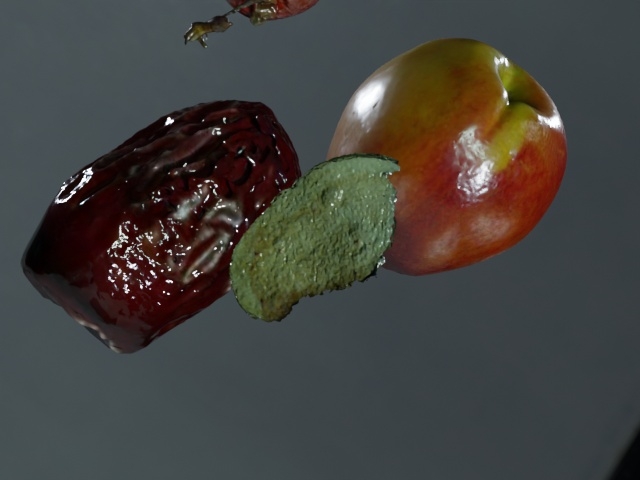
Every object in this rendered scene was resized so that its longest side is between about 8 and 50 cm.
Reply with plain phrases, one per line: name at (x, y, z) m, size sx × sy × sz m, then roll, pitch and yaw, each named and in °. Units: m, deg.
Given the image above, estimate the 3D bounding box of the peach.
peach at (0.147, -0.099, 1.696) m, size 0.308 × 0.332 × 0.308 m, roll 35°, pitch 36°, yaw -30°

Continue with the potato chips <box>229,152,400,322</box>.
potato chips at (0.000, 0.000, 1.266) m, size 0.142 × 0.209 × 0.026 m, roll 34°, pitch 11°, yaw 23°

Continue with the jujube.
jujube at (-0.186, -0.017, 1.643) m, size 0.258 × 0.376 × 0.258 m, roll 49°, pitch -22°, yaw 27°

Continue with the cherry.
cherry at (-0.052, -0.234, 1.224) m, size 0.107 × 0.090 × 0.225 m, roll 6°, pitch 37°, yaw 9°
